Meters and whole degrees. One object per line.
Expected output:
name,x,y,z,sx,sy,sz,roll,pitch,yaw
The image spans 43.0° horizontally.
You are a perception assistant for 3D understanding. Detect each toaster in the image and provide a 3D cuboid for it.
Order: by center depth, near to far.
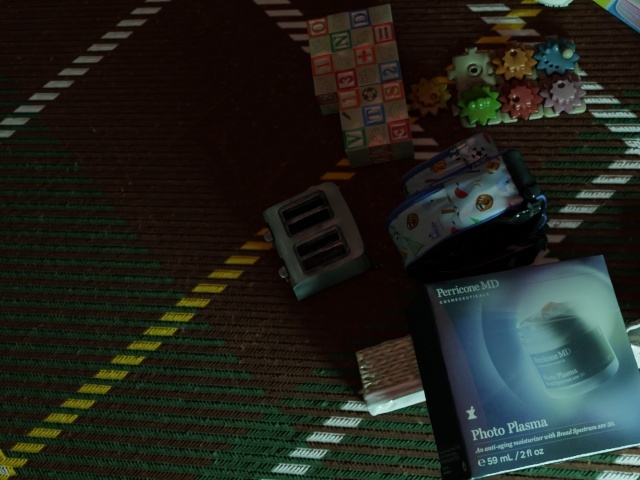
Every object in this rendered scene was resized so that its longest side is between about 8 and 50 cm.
toaster,0.000,0.000,1.511,0.185,0.110,0.168,-24,72,2

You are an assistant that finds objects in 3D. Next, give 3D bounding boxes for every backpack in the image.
backpack,0.243,-0.044,1.411,0.263,0.276,0.213,-32,66,6

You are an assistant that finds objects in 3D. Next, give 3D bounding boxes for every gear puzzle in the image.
gear puzzle,0.334,-0.310,1.578,0.338,0.044,0.176,-7,72,8

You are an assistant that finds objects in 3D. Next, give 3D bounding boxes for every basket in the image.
basket,0.149,0.227,1.414,0.167,0.113,0.103,-18,69,3

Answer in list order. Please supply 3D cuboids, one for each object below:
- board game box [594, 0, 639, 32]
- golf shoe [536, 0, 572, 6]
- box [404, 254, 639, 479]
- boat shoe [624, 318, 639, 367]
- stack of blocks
board game box,0.615,-0.570,1.596,0.242,0.064,0.316,-45,71,-5
golf shoe,0.430,-0.532,1.607,0.176,0.086,0.069,41,82,17
box,0.314,0.201,1.264,0.296,0.183,0.294,-10,71,-8
boat shoe,0.606,0.151,1.340,0.277,0.096,0.098,-13,71,-11
stack of blocks,0.077,-0.300,1.599,0.171,0.087,0.297,-10,72,7
